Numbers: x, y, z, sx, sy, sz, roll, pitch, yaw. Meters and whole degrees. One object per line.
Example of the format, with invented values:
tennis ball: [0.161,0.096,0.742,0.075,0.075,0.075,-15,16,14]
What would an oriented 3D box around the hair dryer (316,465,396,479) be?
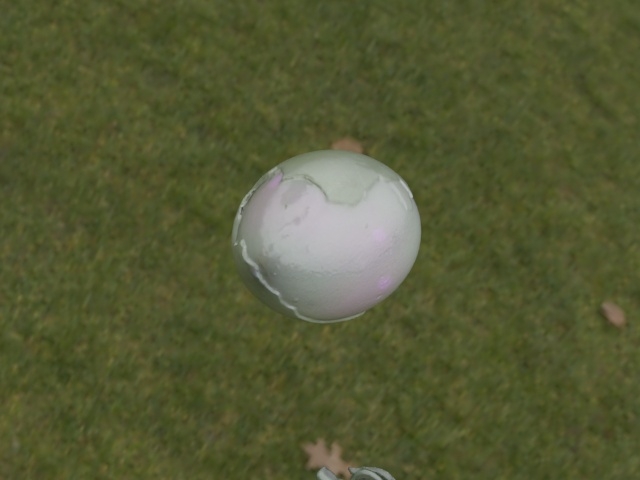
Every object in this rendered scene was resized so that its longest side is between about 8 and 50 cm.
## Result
hair dryer: [0.097,0.107,0.656,0.237,0.206,0.075,5,22,32]

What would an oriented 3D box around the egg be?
egg: [0.000,0.000,1.547,0.183,0.183,0.217,43,42,13]
